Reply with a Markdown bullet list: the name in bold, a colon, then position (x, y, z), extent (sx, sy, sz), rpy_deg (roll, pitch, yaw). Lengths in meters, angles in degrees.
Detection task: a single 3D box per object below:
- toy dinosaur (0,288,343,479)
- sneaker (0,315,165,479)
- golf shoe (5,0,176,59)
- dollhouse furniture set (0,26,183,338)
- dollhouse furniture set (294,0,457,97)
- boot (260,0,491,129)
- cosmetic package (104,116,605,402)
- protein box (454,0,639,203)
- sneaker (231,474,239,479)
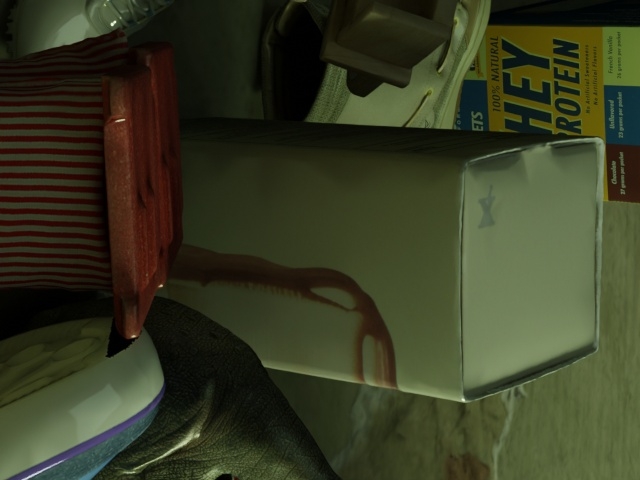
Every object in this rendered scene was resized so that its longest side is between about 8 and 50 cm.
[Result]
- **toy dinosaur**: position (-0.100, 0.089, 0.804), extent (0.121, 0.314, 0.160), rpy_deg (-3, 101, -48)
- **sneaker**: position (-0.172, 0.201, 0.745), extent (0.236, 0.323, 0.130), rpy_deg (60, 4, -15)
- **golf shoe**: position (-0.117, -0.151, 0.919), extent (0.069, 0.086, 0.176), rpy_deg (49, 60, -44)
- **dollhouse furniture set**: position (-0.180, -0.152, 0.710), extent (0.152, 0.201, 0.374), rpy_deg (-79, 166, -76)
- **dollhouse furniture set**: position (-0.091, -0.268, 0.877), extent (0.356, 0.174, 0.303), rpy_deg (17, 73, -15)
- **boot**: position (0.039, -0.154, 1.118), extent (0.165, 0.077, 0.213), rpy_deg (16, 86, -49)
- **cosmetic package**: position (0.000, 0.000, 0.916), extent (0.153, 0.296, 0.129), rpy_deg (-10, 103, -49)
- **protein box**: position (0.235, -0.121, 1.264), extent (0.201, 0.200, 0.136), rpy_deg (-20, 111, -47)
- **sneaker**: position (-0.096, 0.164, 0.991), extent (0.093, 0.088, 0.225), rpy_deg (-47, 129, -34)
